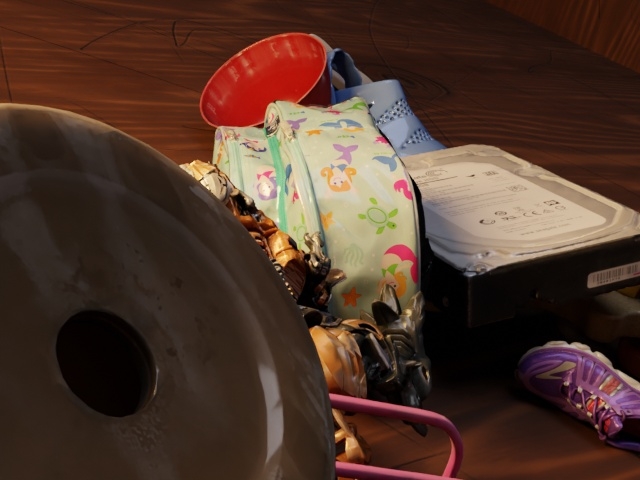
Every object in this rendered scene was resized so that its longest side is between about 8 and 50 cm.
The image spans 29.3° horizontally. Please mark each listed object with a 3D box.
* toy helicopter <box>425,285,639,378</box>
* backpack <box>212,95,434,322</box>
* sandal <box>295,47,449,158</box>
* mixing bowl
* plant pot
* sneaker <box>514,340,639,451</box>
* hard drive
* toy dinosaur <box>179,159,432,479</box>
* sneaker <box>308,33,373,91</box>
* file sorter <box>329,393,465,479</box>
[{"bbox_3d":[0.244,0.036,1.337,0.355,0.140,0.235,2,28,-17],"label":"toy helicopter"},{"bbox_3d":[0.000,0.000,1.090,0.191,0.225,0.253,-8,26,-15],"label":"backpack"},{"bbox_3d":[0.076,-0.158,1.653,0.317,0.138,0.126,29,15,20],"label":"sandal"},{"bbox_3d":[-0.056,-0.175,1.594,0.181,0.181,0.098,46,-10,50],"label":"mixing bowl"},{"bbox_3d":[-0.155,0.103,0.458,0.323,0.280,0.323,29,43,-31],"label":"plant pot"},{"bbox_3d":[0.265,0.152,1.155,0.170,0.068,0.071,23,27,11],"label":"sneaker"},{"bbox_3d":[0.165,-0.020,1.286,0.237,0.064,0.339,-11,22,-22],"label":"hard drive"},{"bbox_3d":[-0.020,0.099,0.865,0.164,0.322,0.218,-12,-15,16],"label":"toy dinosaur"},{"bbox_3d":[0.006,-0.209,1.812,0.217,0.121,0.079,41,38,-33],"label":"sneaker"},{"bbox_3d":[0.015,0.224,0.584,0.182,0.202,0.291,12,22,-21],"label":"file sorter"}]
